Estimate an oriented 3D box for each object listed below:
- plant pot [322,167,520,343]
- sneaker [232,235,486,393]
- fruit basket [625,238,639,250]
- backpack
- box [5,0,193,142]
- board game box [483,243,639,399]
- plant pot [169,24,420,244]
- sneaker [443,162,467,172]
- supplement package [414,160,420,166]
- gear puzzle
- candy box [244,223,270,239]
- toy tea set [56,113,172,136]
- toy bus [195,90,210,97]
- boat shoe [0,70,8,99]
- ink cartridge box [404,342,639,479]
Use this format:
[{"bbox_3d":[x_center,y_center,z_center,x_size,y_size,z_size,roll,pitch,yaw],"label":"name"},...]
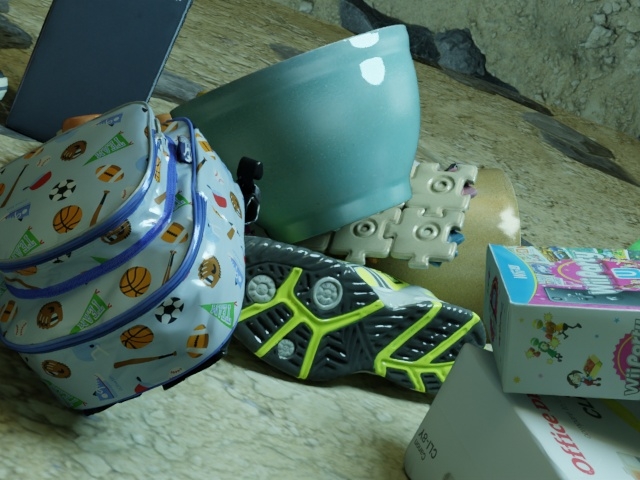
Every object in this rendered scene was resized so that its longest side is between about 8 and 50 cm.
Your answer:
[{"bbox_3d":[0.108,0.015,1.876,0.254,0.237,0.237,3,22,-12],"label":"plant pot"},{"bbox_3d":[0.012,0.089,1.667,0.384,0.145,0.147,22,2,-33],"label":"sneaker"},{"bbox_3d":[0.510,0.144,1.856,0.392,0.283,0.392,49,3,-4],"label":"fruit basket"},{"bbox_3d":[-0.191,0.018,1.325,0.213,0.276,0.263,49,18,-43],"label":"backpack"},{"bbox_3d":[-0.304,-0.299,2.057,0.183,0.296,0.294,23,17,-9],"label":"box"},{"bbox_3d":[0.327,0.082,1.441,0.303,0.097,0.224,2,15,1],"label":"board game box"},{"bbox_3d":[-0.005,-0.109,1.650,0.196,0.293,0.293,70,21,-2],"label":"plant pot"},{"bbox_3d":[0.240,-0.077,2.449,0.107,0.124,0.283,26,17,1],"label":"sneaker"},{"bbox_3d":[0.056,-0.062,2.103,0.194,0.149,0.203,29,17,16],"label":"supplement package"},{"bbox_3d":[0.023,-0.030,1.779,0.339,0.044,0.175,4,49,19],"label":"gear puzzle"},{"bbox_3d":[-0.153,-0.022,1.680,0.165,0.070,0.196,-9,64,-55],"label":"candy box"},{"bbox_3d":[-0.194,-0.108,1.858,0.336,0.124,0.200,-6,1,-1],"label":"toy tea set"},{"bbox_3d":[-0.059,-0.157,2.304,0.332,0.108,0.130,4,25,-48],"label":"toy bus"},{"bbox_3d":[-0.643,-0.336,1.946,0.500,0.156,0.187,30,16,11],"label":"boat shoe"},{"bbox_3d":[0.317,0.275,1.445,0.384,0.160,0.279,17,18,-23],"label":"ink cartridge box"}]
